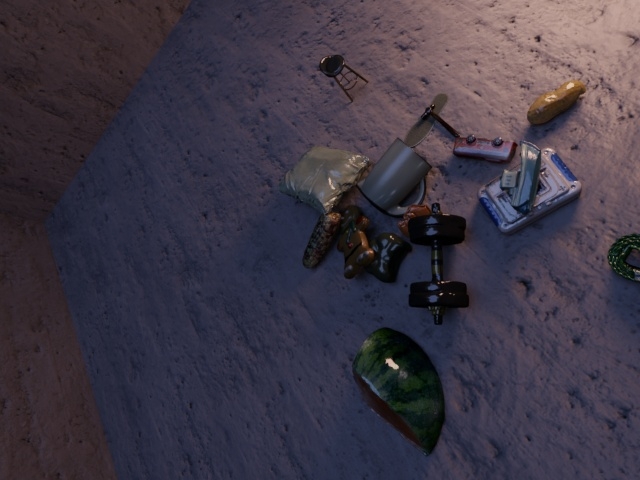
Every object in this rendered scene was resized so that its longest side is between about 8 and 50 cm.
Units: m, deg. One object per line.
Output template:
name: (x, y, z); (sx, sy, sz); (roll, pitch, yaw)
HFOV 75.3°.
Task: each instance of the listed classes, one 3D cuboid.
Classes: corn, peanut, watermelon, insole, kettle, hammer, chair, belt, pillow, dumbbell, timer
corn: (0.000, 0.000, 1.612); (0.086, 0.086, 0.253); (41, 118, 33)
peanut: (0.714, -0.425, 1.266); (0.174, 0.080, 0.080); (-32, 63, 20)
watermelon: (0.229, 0.465, 1.291); (0.292, 0.222, 0.319); (20, 90, 39)
insole: (0.391, -0.440, 1.525); (0.080, 0.003, 0.232); (43, 103, 33)
kettle: (0.275, -0.202, 1.466); (0.221, 0.161, 0.236); (42, 105, 2)
hammer: (0.435, -0.416, 1.480); (0.065, 0.021, 0.178); (-46, 63, 15)
chair: (0.096, -0.656, 1.642); (0.095, 0.222, 0.104); (-23, 67, 32)
belt: (0.837, 0.051, 1.074); (0.151, 0.079, 0.121); (36, 110, 45)
pillow: (0.000, -0.248, 1.625); (0.310, 0.138, 0.283); (24, 69, 37)
dumbbell: (0.369, 0.070, 1.311); (0.185, 0.185, 0.388); (-6, 76, 32)
timer: (0.624, -0.149, 1.257); (0.253, 0.078, 0.178); (-35, 63, 22)

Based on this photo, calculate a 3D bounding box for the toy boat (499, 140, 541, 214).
toy boat: (0.570, -0.184, 1.199); (0.102, 0.088, 0.215); (10, 87, 35)

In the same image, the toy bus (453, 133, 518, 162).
toy bus: (0.537, -0.300, 1.362); (0.192, 0.065, 0.077); (17, 99, 35)

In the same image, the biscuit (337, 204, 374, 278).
biscuit: (0.114, -0.010, 1.518); (0.197, 0.049, 0.301); (-47, 35, 42)

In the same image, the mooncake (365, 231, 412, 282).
mooncake: (0.234, 0.060, 1.453); (0.169, 0.104, 0.175); (-8, 78, 26)

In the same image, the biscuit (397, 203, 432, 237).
biscuit: (0.331, -0.068, 1.440); (0.102, 0.019, 0.130); (40, 107, 3)
